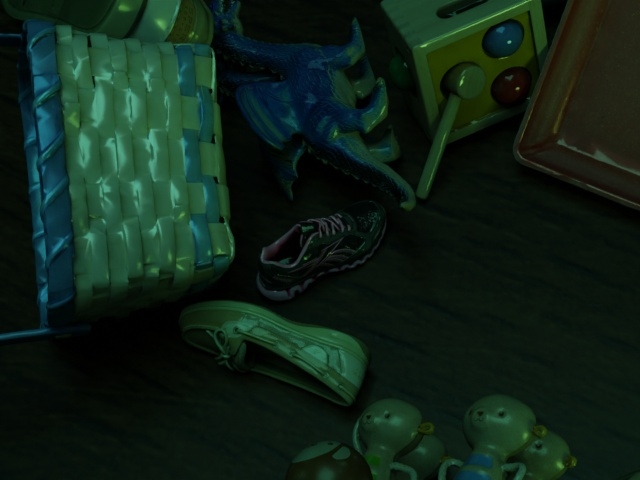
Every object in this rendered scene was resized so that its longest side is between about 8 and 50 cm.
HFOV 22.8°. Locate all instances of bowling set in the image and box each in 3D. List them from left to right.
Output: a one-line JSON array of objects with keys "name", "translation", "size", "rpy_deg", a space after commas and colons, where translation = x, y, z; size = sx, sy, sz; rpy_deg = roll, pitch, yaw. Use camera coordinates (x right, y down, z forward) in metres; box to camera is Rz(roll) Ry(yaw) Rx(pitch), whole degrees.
[{"name": "bowling set", "translation": [0.082, 0.150, 1.001], "size": [0.287, 0.200, 0.154], "rpy_deg": [-4, 51, 42]}]

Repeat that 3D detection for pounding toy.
[{"name": "pounding toy", "translation": [0.113, -0.132, 1.276], "size": [0.141, 0.130, 0.100], "rpy_deg": [-24, 45, -5]}]

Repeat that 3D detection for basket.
[{"name": "basket", "translation": [-0.217, -0.039, 1.200], "size": [0.288, 0.201, 0.255], "rpy_deg": [0, 78, -16]}]

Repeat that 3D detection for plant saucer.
[{"name": "plant saucer", "translation": [0.311, -0.138, 1.220], "size": [0.258, 0.047, 0.259], "rpy_deg": [24, 101, 22]}]

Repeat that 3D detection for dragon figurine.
[{"name": "dragon figurine", "translation": [-0.015, -0.094, 1.287], "size": [0.144, 0.085, 0.289], "rpy_deg": [-20, 53, 0]}]

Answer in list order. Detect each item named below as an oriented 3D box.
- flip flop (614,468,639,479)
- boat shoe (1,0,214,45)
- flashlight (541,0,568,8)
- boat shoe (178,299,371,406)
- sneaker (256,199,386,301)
[{"name": "flip flop", "translation": [0.278, 0.170, 1.074], "size": [0.277, 0.080, 0.112], "rpy_deg": [-35, 85, -4]}, {"name": "boat shoe", "translation": [-0.190, -0.214, 1.368], "size": [0.113, 0.103, 0.302], "rpy_deg": [-62, 35, 10]}, {"name": "flashlight", "translation": [0.234, -0.255, 1.336], "size": [0.304, 0.103, 0.103], "rpy_deg": [-11, 58, 2]}, {"name": "boat shoe", "translation": [-0.040, 0.086, 1.201], "size": [0.153, 0.056, 0.048], "rpy_deg": [15, 57, 10]}, {"name": "sneaker", "translation": [0.000, 0.000, 1.246], "size": [0.119, 0.057, 0.047], "rpy_deg": [-33, 57, -12]}]
